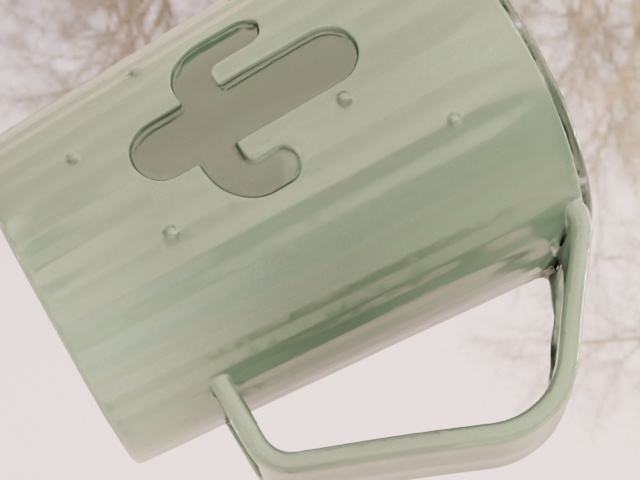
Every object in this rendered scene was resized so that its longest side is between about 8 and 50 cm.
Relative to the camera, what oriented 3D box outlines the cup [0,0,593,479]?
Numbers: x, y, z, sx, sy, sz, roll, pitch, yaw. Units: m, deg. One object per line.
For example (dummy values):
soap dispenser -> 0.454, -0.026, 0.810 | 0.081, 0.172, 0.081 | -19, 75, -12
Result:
cup -> -0.008, -0.019, 0.996 | 0.392, 0.310, 0.401 | -29, -142, -9
